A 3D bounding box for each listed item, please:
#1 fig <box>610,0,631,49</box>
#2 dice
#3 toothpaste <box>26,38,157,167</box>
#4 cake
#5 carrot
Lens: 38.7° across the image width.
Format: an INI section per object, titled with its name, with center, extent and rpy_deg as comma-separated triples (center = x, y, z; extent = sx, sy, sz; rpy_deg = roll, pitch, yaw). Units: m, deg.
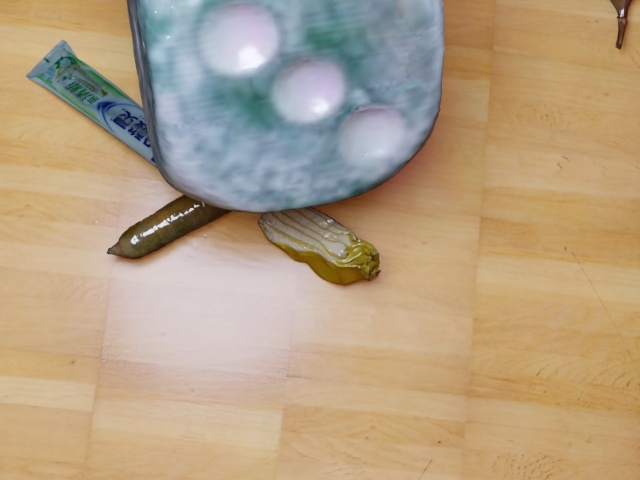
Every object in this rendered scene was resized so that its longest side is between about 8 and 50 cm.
[fig]
center = 0.440, -0.387, 1.318
extent = 0.146, 0.134, 0.201
rpy_deg = -13, 104, 21
[dice]
center = -0.048, -0.253, 1.082
extent = 0.348, 0.328, 0.330
rpy_deg = -11, 40, -12
[toothpaste]
center = -0.274, -0.171, 1.238
extent = 0.297, 0.048, 0.075
rpy_deg = 37, 79, 15
[cake]
center = -0.003, 0.003, 1.215
extent = 0.185, 0.116, 0.080
rpy_deg = 43, 82, -2
[carrot]
center = -0.132, -0.062, 1.232
extent = 0.342, 0.070, 0.070
rpy_deg = -32, 85, -8
